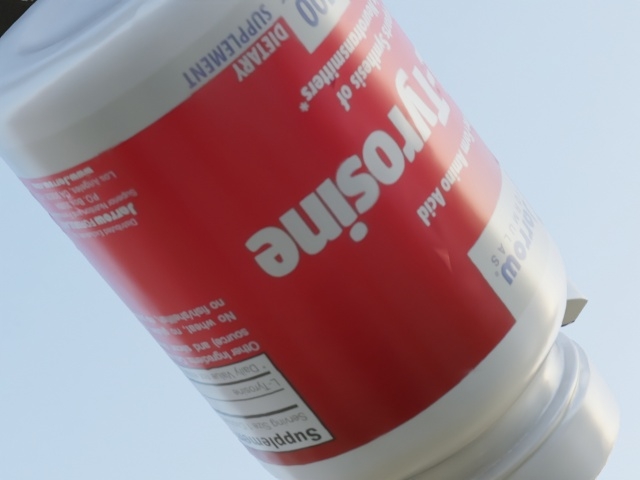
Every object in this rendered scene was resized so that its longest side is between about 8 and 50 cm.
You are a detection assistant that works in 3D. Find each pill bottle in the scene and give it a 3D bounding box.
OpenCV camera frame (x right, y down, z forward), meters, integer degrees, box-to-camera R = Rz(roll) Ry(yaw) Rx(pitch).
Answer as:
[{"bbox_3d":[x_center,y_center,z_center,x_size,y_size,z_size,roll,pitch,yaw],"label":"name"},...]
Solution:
[{"bbox_3d":[0.000,0.000,1.165,0.229,0.229,0.408,-32,-68,17],"label":"pill bottle"}]

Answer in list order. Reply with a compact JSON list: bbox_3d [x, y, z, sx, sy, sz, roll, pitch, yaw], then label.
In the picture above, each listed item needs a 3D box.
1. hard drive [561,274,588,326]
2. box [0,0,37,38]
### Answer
[{"bbox_3d":[0.068,-0.038,1.729,0.210,0.319,0.040,-5,-44,-40],"label":"hard drive"},{"bbox_3d":[-0.203,-0.272,1.627,0.312,0.343,0.179,7,-33,-9],"label":"box"}]
